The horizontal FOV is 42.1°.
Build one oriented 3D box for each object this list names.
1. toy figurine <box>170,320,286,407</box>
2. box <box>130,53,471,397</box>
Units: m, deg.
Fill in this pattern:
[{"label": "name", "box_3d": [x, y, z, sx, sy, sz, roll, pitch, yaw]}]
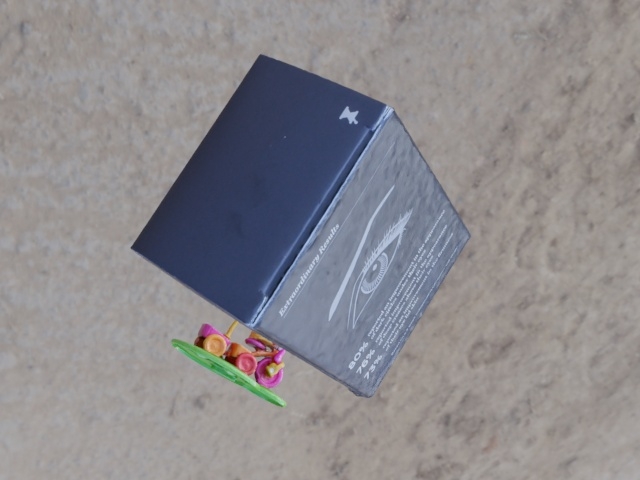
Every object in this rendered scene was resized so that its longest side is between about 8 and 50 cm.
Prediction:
[{"label": "toy figurine", "box_3d": [-0.081, 0.108, 1.085, 0.173, 0.130, 0.159, 34, 73, -16]}, {"label": "box", "box_3d": [0.000, 0.000, 0.567, 0.153, 0.108, 0.207, -57, 149, -8]}]
